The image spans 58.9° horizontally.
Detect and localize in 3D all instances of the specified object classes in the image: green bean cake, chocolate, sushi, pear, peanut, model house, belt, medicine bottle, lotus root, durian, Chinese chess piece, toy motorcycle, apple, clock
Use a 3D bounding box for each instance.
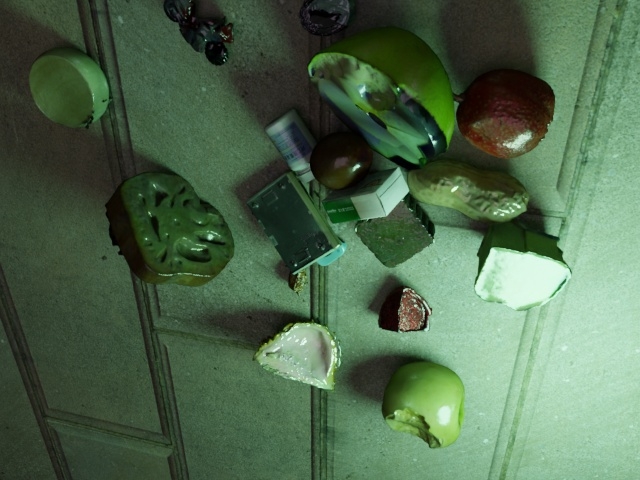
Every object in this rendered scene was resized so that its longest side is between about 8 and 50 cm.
[{"bbox_3d":[0.212,-0.035,1.602,0.181,0.094,0.173,-34,105,30],"label":"green bean cake"},{"bbox_3d":[0.063,-0.208,1.482,0.177,0.176,0.176,8,121,13],"label":"chocolate"},{"bbox_3d":[-0.069,0.125,1.802,0.060,0.061,0.118,27,135,32],"label":"sushi"},{"bbox_3d":[0.169,-0.353,1.326,0.399,0.399,0.165,42,83,-9],"label":"pear"},{"bbox_3d":[0.377,-0.129,1.476,0.313,0.149,0.149,16,123,10],"label":"peanut"},{"bbox_3d":[0.528,0.051,1.499,0.214,0.189,0.195,12,131,7],"label":"model house"},{"bbox_3d":[0.017,-0.555,1.382,0.140,0.058,0.105,-4,111,22],"label":"belt"},{"bbox_3d":[-0.063,-0.258,1.552,0.103,0.103,0.186,-25,109,28],"label":"medicine bottle"},{"bbox_3d":[-0.440,-0.022,1.660,0.390,0.375,0.111,40,128,-22],"label":"lotus root"},{"bbox_3d":[-0.044,0.356,1.885,0.305,0.185,0.195,27,104,-4],"label":"durian"},{"bbox_3d":[-0.732,-0.443,1.659,0.238,0.092,0.237,7,120,13],"label":"Chinese chess piece"},{"bbox_3d":[-0.308,-0.559,1.464,0.213,0.082,0.122,45,123,-12],"label":"toy motorcycle"},{"bbox_3d":[0.334,0.513,1.796,0.279,0.279,0.279,8,121,13],"label":"apple"},{"bbox_3d":[0.000,0.000,1.719,0.108,0.045,0.147,-37,103,30],"label":"clock"}]

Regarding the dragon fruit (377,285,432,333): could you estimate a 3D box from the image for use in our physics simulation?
[{"bbox_3d":[0.260,0.210,1.749,0.127,0.121,0.161,14,102,57],"label":"dragon fruit"}]

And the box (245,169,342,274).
[{"bbox_3d":[-0.085,-0.050,1.681,0.211,0.045,0.270,-30,93,29],"label":"box"}]

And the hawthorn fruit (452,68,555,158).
[{"bbox_3d":[0.412,-0.307,1.327,0.253,0.205,0.205,26,124,9],"label":"hawthorn fruit"}]

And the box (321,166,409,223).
[{"bbox_3d":[0.119,-0.119,1.524,0.199,0.135,0.081,-9,117,46],"label":"box"}]
